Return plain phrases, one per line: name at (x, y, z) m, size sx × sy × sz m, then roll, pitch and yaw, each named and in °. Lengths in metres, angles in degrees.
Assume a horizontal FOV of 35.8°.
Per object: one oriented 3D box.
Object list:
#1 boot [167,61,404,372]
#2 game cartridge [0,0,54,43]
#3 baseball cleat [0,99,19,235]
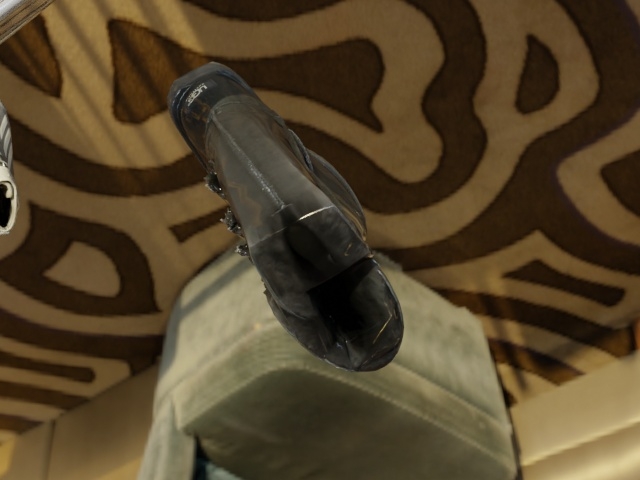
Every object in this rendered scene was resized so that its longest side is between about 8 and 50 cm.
boot at (-0.002, -0.001, 1.153) m, size 0.146 × 0.445 × 0.367 m, roll -46°, pitch 123°, yaw 3°
game cartridge at (-0.309, -0.232, 0.956) m, size 0.060 × 0.294 × 0.196 m, roll 48°, pitch 155°, yaw -11°
baseball cleat at (-0.415, -0.108, 1.256) m, size 0.072 × 0.109 × 0.206 m, roll -17°, pitch 103°, yaw -25°
